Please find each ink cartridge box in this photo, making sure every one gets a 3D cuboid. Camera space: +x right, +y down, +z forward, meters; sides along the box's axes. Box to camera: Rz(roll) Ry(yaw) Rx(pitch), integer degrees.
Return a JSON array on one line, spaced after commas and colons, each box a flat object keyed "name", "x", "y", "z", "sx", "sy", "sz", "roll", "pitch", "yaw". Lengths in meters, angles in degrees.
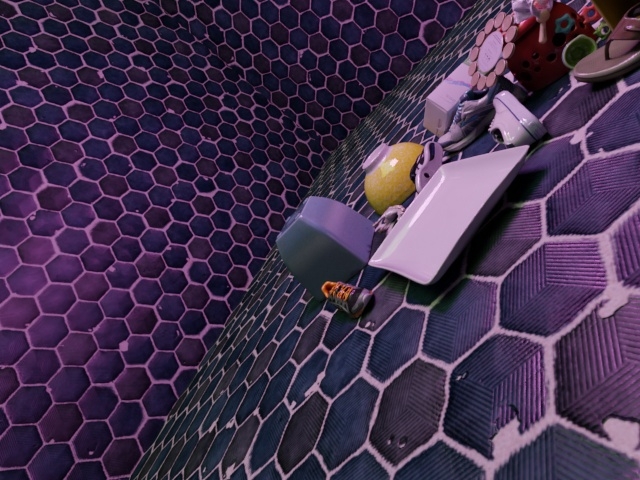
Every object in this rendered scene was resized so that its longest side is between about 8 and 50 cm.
[{"name": "ink cartridge box", "x": 0.429, "y": -0.446, "z": 1.283, "sx": 0.212, "sy": 0.093, "sz": 0.154, "roll": -46, "pitch": -21, "yaw": -6}]

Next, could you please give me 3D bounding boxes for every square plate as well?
[{"name": "square plate", "x": 0.278, "y": -0.051, "z": 0.945, "sx": 0.344, "sy": 0.049, "sz": 0.347, "roll": -52, "pitch": 12, "yaw": -5}]

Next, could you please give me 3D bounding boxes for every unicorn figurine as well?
[{"name": "unicorn figurine", "x": 0.215, "y": -0.072, "z": 1.258, "sx": 0.111, "sy": 0.060, "sz": 0.162, "roll": -48, "pitch": 13, "yaw": 19}]

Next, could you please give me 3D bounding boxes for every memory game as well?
[{"name": "memory game", "x": 0.434, "y": -0.477, "z": 1.039, "sx": 0.186, "sy": 0.012, "sz": 0.186, "roll": -174, "pitch": 90, "yaw": -76}]

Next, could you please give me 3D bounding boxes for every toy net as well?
[{"name": "toy net", "x": 0.539, "y": -0.496, "z": 0.916, "sx": 0.122, "sy": 0.232, "sz": 0.045, "roll": -49, "pitch": 1, "yaw": 29}]

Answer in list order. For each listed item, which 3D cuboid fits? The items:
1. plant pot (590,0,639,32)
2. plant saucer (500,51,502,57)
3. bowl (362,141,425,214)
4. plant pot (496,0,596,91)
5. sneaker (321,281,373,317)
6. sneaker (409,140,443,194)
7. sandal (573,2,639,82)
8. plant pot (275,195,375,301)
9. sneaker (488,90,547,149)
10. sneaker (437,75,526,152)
[{"name": "plant pot", "x": 0.675, "y": -0.599, "z": 0.832, "sx": 0.187, "sy": 0.212, "sz": 0.212, "roll": -45, "pitch": 7, "yaw": -33}, {"name": "plant saucer", "x": 0.699, "y": -0.758, "z": 1.541, "sx": 0.195, "sy": 0.037, "sz": 0.195, "roll": -47, "pitch": 13, "yaw": 15}, {"name": "bowl", "x": 0.243, "y": -0.248, "z": 1.440, "sx": 0.289, "sy": 0.156, "sz": 0.289, "roll": -48, "pitch": 13, "yaw": 15}, {"name": "plant pot", "x": 0.555, "y": -0.509, "z": 1.036, "sx": 0.191, "sy": 0.174, "sz": 0.191, "roll": -47, "pitch": 15, "yaw": 17}, {"name": "sneaker", "x": 0.066, "y": 0.151, "z": 1.105, "sx": 0.084, "sy": 0.083, "sz": 0.215, "roll": -54, "pitch": 14, "yaw": -19}, {"name": "sneaker", "x": 0.313, "y": -0.186, "z": 1.237, "sx": 0.121, "sy": 0.079, "sz": 0.216, "roll": 117, "pitch": 175, "yaw": -56}, {"name": "sandal", "x": 0.605, "y": -0.399, "z": 0.734, "sx": 0.120, "sy": 0.086, "sz": 0.303, "roll": -58, "pitch": 14, "yaw": -28}, {"name": "plant pot", "x": 0.000, "y": 0.000, "z": 1.377, "sx": 0.247, "sy": 0.252, "sz": 0.247, "roll": -44, "pitch": 14, "yaw": 33}, {"name": "sneaker", "x": 0.441, "y": -0.283, "z": 0.972, "sx": 0.091, "sy": 0.094, "sz": 0.258, "roll": -40, "pitch": 17, "yaw": 27}, {"name": "sneaker", "x": 0.433, "y": -0.368, "z": 1.178, "sx": 0.283, "sy": 0.122, "sz": 0.110, "roll": -37, "pitch": 19, "yaw": 50}]
